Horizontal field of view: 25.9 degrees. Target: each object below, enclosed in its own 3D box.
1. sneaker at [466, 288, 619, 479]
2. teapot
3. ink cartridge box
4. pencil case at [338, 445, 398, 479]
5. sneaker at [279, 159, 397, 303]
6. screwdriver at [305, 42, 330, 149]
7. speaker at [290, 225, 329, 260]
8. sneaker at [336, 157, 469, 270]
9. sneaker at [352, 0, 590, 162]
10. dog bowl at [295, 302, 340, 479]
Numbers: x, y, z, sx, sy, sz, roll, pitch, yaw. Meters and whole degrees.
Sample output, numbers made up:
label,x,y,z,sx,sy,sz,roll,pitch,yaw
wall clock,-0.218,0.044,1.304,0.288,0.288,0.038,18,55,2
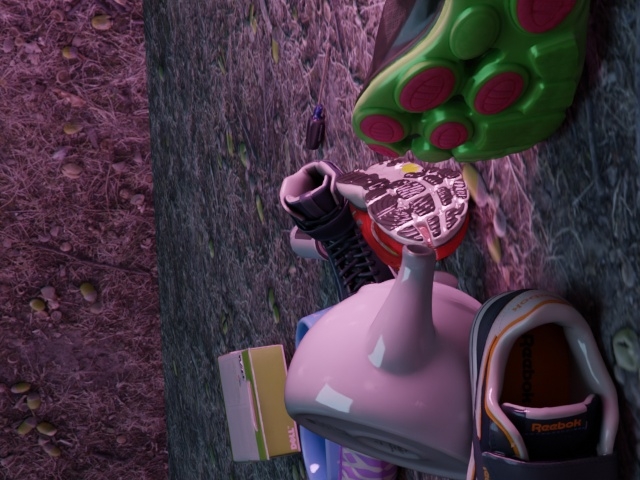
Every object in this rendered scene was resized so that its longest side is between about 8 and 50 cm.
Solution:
label,x,y,z,sx,sy,sz,roll,pitch,yaw
sneaker,0.191,0.200,1.200,0.127,0.126,0.321,148,115,-79
teapot,0.096,0.121,1.385,0.256,0.252,0.187,-8,59,57
ink cartridge box,-0.090,0.270,2.311,0.255,0.097,0.188,152,109,-72
pencil case,0.057,0.291,1.803,0.086,0.088,0.206,-116,22,-53
sneaker,0.024,0.009,1.652,0.163,0.086,0.226,39,-150,-58
screwdriver,0.003,-0.194,1.887,0.024,0.025,0.170,-114,30,-46
speaker,0.000,0.000,1.917,0.136,0.055,0.055,-174,76,-75
sneaker,0.103,-0.014,1.507,0.279,0.107,0.118,-132,21,-73
sneaker,0.140,-0.233,1.148,0.483,0.185,0.202,110,166,-54
dog bowl,0.021,0.230,1.927,0.166,0.074,0.297,-133,37,-64
